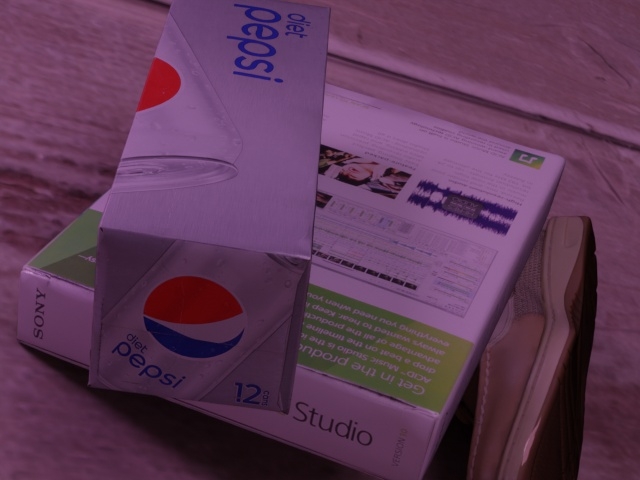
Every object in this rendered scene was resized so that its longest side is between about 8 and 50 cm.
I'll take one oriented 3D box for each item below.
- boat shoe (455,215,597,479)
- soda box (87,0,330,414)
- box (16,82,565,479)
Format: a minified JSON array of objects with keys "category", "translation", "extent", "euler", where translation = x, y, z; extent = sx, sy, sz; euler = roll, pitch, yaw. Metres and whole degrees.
[{"category":"boat shoe","translation":[0.116,0.080,0.911],"extent":[0.098,0.109,0.302],"euler":[1,32,15]},{"category":"soda box","translation":[-0.051,-0.036,0.752],"extent":[0.098,0.091,0.286],"euler":[8,32,-2]},{"category":"box","translation":[0.000,0.000,0.855],"extent":[0.232,0.058,0.322],"euler":[19,31,12]}]
